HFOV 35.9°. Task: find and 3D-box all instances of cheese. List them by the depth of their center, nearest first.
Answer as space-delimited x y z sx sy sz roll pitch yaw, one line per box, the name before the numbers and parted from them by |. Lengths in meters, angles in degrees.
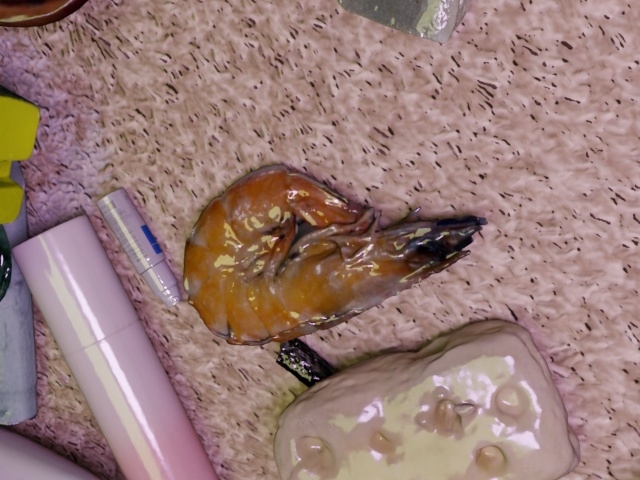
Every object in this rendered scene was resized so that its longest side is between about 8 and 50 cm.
cheese | 0.089 0.177 0.889 0.262 0.093 0.159 -22 90 14

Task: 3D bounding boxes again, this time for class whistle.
whistle | -0.345 0.050 1.075 0.062 0.062 0.312 8 108 21

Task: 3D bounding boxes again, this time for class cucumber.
cucumber | 0.006 0.140 0.967 0.135 0.033 0.034 39 87 4

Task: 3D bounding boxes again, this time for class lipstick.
lipstick | -0.209 0.137 1.027 0.087 0.087 0.327 -23 95 27

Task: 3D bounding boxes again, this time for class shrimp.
shrimp | 0.000 0.000 0.916 0.316 0.062 0.164 -17 93 27

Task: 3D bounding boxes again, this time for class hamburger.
hamburger | 0.069 -0.222 0.826 0.121 0.054 0.084 23 115 24

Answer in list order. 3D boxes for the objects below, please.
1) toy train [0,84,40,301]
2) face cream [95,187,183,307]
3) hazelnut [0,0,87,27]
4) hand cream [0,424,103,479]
toy train | -0.448 -0.102 0.975 0.442 0.179 0.272 28 111 32
face cream | -0.182 0.010 1.008 0.034 0.034 0.130 -31 90 27
hazelnut | -0.277 -0.294 0.893 0.170 0.160 0.202 -37 83 26
hand cream | -0.344 0.272 1.106 0.358 0.118 0.186 15 144 19
